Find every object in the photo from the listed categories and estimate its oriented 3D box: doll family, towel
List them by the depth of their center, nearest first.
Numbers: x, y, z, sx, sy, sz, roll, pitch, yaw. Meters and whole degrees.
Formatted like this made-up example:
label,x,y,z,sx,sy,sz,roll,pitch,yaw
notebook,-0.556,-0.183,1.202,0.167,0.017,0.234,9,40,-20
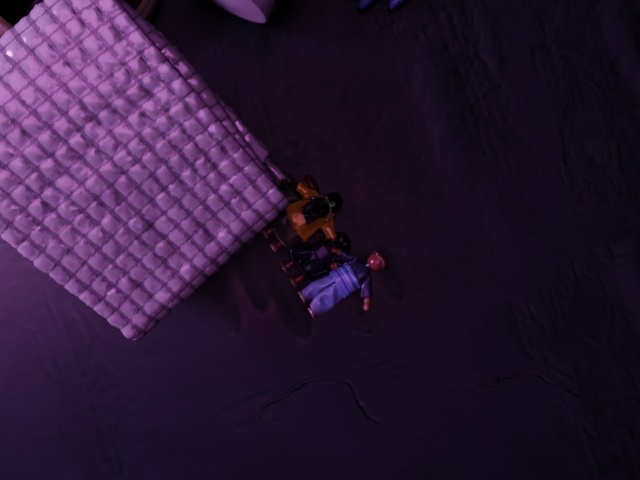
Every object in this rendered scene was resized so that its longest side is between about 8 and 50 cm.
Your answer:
label,x,y,z,sx,sy,sz,roll,pitch,yaw
towel,-0.199,-0.077,0.471,0.235,0.121,0.284,-44,112,-3
doll family,0.000,0.000,0.548,0.111,0.076,0.193,-31,96,-8

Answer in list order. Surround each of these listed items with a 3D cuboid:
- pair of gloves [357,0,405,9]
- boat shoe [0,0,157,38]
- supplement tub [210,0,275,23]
label,x,y,z,sx,sy,sz,roll,pitch,yaw
pair of gloves,0.070,-0.396,0.582,0.159,0.023,0.198,-34,90,-4
boat shoe,-0.337,-0.218,0.498,0.132,0.130,0.355,40,86,-1
supplement tub,-0.071,-0.366,0.504,0.144,0.144,0.200,26,97,-3
